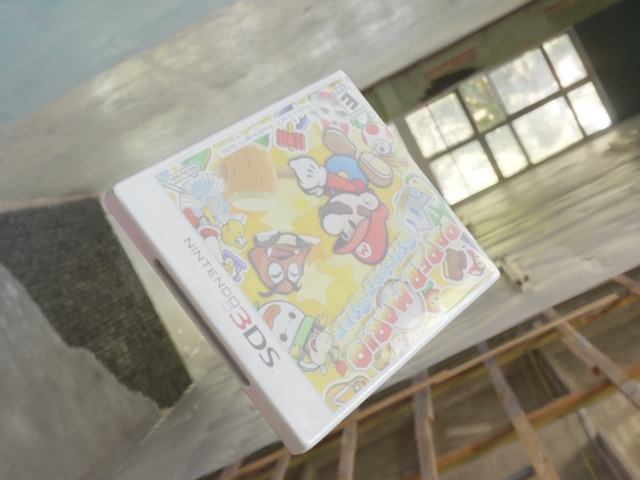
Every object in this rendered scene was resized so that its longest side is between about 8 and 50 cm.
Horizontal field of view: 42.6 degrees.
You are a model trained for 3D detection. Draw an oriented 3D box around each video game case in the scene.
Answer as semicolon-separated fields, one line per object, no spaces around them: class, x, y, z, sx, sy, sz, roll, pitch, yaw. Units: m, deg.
video game case;0.000;0.000;0.579;0.227;0.206;0.026;-35;175;-37
